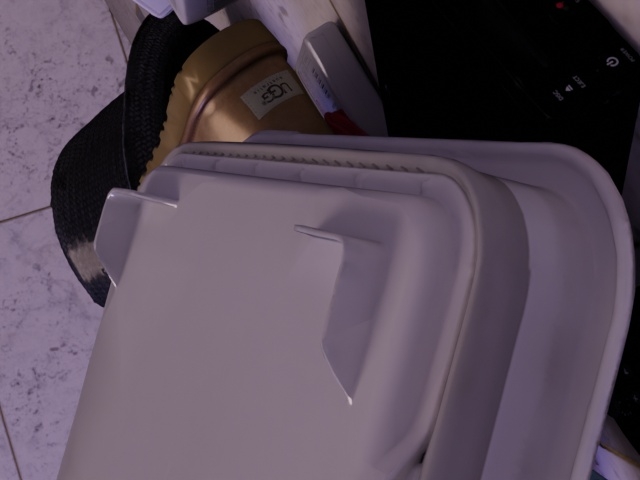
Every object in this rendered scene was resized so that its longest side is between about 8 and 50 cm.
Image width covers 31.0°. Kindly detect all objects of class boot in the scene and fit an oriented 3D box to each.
[{"bbox_3d":[0.006,0.039,0.655,0.269,0.089,0.236,52,160,13],"label":"boot"}]

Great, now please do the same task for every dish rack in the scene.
[{"bbox_3d":[-0.040,0.088,0.434,0.072,0.286,0.333,17,178,-27],"label":"dish rack"}]

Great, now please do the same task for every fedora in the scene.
[{"bbox_3d":[-0.140,-0.044,1.035,0.334,0.152,0.334,-16,-90,-72],"label":"fedora"}]

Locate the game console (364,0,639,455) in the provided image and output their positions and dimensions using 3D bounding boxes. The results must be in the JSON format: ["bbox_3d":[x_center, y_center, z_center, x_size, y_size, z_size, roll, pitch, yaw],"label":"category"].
[{"bbox_3d":[0.123,0.038,0.417,0.361,0.044,0.213,55,173,27],"label":"game console"}]

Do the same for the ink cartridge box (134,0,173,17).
[{"bbox_3d":[-0.188,-0.280,0.587,0.296,0.066,0.261,33,-154,-45],"label":"ink cartridge box"}]

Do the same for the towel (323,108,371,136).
[{"bbox_3d":[0.074,0.066,0.707,0.199,0.031,0.275,40,154,43],"label":"towel"}]

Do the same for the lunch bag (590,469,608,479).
[{"bbox_3d":[0.081,0.208,0.520,0.262,0.160,0.223,30,141,-18],"label":"lunch bag"}]

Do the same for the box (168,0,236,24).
[{"bbox_3d":[-0.062,-0.206,0.451,0.203,0.103,0.114,59,174,-1],"label":"box"}]

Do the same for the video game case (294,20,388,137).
[{"bbox_3d":[0.048,-0.025,0.790,0.227,0.026,0.206,58,173,1],"label":"video game case"}]
